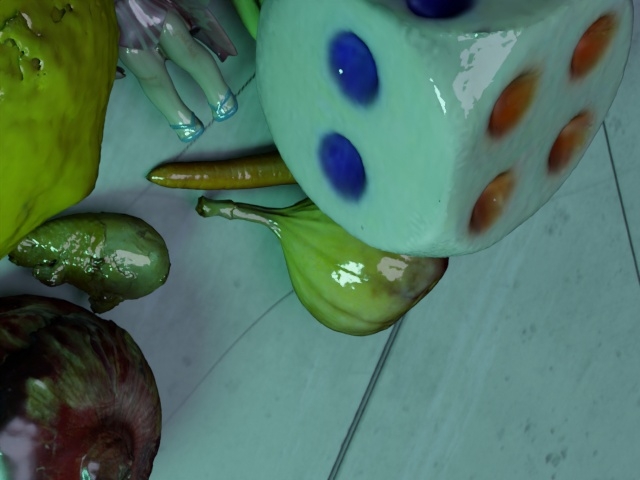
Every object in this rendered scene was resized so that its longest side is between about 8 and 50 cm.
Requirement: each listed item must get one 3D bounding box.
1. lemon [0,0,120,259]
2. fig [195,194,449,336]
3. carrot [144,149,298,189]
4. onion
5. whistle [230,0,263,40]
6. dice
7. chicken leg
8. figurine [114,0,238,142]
[{"bbox_3d":[-0.323,-0.129,1.078,0.387,0.350,0.350,33,85,-3],"label":"lemon"},{"bbox_3d":[0.008,0.015,1.463,0.231,0.160,0.143,-2,67,-35],"label":"fig"},{"bbox_3d":[-0.070,-0.062,1.454,0.190,0.037,0.037,-9,110,-29],"label":"carrot"},{"bbox_3d":[-0.239,0.166,1.324,0.246,0.190,0.246,-13,107,-48],"label":"onion"},{"bbox_3d":[-0.084,-0.288,1.325,0.131,0.106,0.288,-32,121,-13],"label":"whistle"},{"bbox_3d":[0.106,-0.160,1.361,0.259,0.243,0.251,-33,146,-32],"label":"dice"},{"bbox_3d":[-0.217,0.015,1.369,0.178,0.070,0.093,9,107,-28],"label":"chicken leg"},{"bbox_3d":[-0.173,-0.185,1.321,0.205,0.103,0.260,-24,127,16],"label":"figurine"}]
